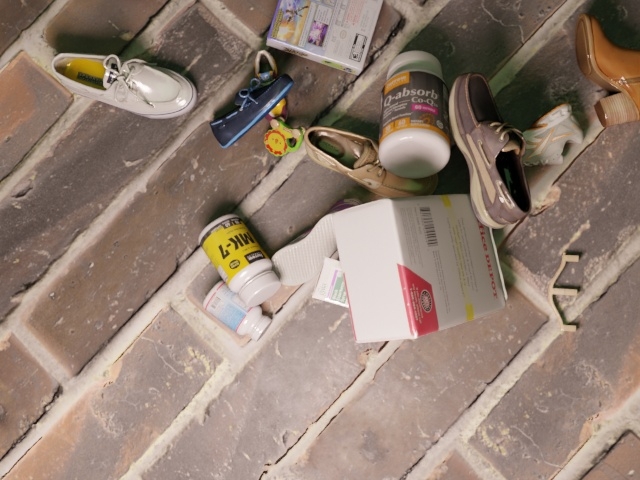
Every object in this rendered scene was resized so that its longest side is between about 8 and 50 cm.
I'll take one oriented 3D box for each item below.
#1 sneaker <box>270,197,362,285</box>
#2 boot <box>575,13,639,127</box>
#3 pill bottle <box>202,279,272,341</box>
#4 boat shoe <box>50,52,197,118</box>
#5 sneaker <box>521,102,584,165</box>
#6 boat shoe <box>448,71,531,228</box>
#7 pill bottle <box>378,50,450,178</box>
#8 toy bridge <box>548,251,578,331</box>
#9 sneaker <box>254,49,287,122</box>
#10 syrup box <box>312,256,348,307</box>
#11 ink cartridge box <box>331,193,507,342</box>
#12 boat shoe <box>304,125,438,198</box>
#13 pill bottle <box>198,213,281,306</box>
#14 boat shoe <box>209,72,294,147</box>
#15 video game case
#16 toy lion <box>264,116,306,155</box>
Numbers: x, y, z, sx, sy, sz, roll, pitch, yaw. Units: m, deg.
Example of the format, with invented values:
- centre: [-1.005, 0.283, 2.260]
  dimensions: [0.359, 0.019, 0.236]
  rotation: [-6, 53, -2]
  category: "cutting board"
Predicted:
- centre: [0.001, 0.001, 1.720]
  dimensions: [0.282, 0.161, 0.102]
  rotation: [-36, 99, 33]
  category: "sneaker"
- centre: [0.736, -0.424, 1.668]
  dimensions: [0.220, 0.109, 0.283]
  rotation: [-19, 86, 5]
  category: "boot"
- centre: [-0.200, 0.173, 1.728]
  dimensions: [0.160, 0.087, 0.087]
  rotation: [36, 90, 7]
  category: "pill bottle"
- centre: [-0.495, -0.403, 1.763]
  dimensions: [0.367, 0.156, 0.135]
  rotation: [16, 88, 7]
  category: "boat shoe"
- centre: [0.509, -0.209, 1.686]
  dimensions: [0.262, 0.099, 0.121]
  rotation: [-35, 88, 4]
  category: "sneaker"
- centre: [0.392, -0.207, 1.570]
  dimensions: [0.132, 0.130, 0.355]
  rotation: [-19, 94, -36]
  category: "boat shoe"
- centre: [0.216, -0.294, 1.641]
  dimensions: [0.162, 0.162, 0.278]
  rotation: [1, 57, 6]
  category: "pill bottle"
- centre: [0.575, 0.121, 1.687]
  dimensions: [0.063, 0.026, 0.188]
  rotation: [3, 86, 7]
  category: "toy bridge"
- centre: [-0.130, -0.378, 1.762]
  dimensions: [0.070, 0.084, 0.185]
  rotation: [-15, 84, 4]
  category: "sneaker"
- centre: [0.051, 0.100, 1.633]
  dimensions: [0.096, 0.237, 0.093]
  rotation: [16, 87, 7]
  category: "syrup box"
- centre: [0.225, 0.052, 1.545]
  dimensions: [0.161, 0.385, 0.279]
  rotation: [-15, 84, 41]
  category: "ink cartridge box"
- centre: [0.117, -0.186, 1.711]
  dimensions: [0.341, 0.110, 0.121]
  rotation: [19, 88, 7]
  category: "boat shoe"
- centre: [-0.191, 0.049, 1.703]
  dimensions: [0.119, 0.119, 0.208]
  rotation: [-38, 72, 2]
  category: "pill bottle"
- centre: [-0.177, -0.322, 1.711]
  dimensions: [0.258, 0.109, 0.089]
  rotation: [-36, 97, 24]
  category: "boat shoe"
- centre: [0.021, -0.574, 1.751]
  dimensions: [0.245, 0.061, 0.269]
  rotation: [17, 87, -7]
  category: "video game case"
- centre: [-0.092, -0.249, 1.755]
  dimensions: [0.100, 0.034, 0.096]
  rotation: [26, 124, 19]
  category: "toy lion"
